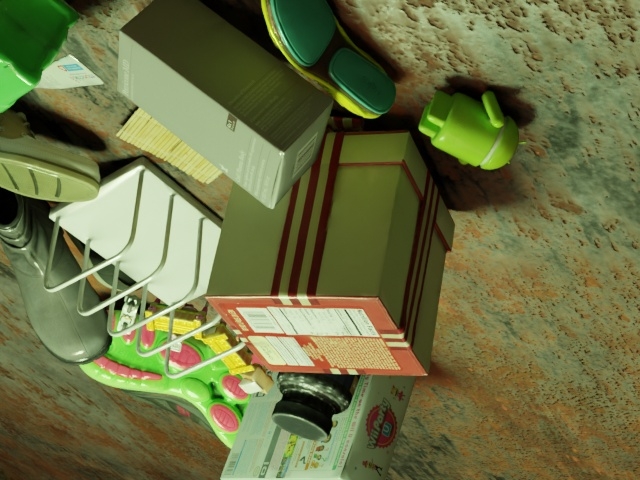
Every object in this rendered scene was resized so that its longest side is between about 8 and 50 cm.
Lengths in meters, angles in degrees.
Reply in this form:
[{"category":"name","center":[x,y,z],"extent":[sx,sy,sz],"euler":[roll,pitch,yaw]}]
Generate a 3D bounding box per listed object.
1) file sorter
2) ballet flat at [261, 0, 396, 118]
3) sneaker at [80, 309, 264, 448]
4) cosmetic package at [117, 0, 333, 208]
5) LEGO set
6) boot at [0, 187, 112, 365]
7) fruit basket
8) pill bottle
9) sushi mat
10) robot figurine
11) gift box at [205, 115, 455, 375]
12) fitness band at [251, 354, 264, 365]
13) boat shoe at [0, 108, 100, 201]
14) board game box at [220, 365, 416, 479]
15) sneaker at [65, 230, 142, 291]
[{"category":"file sorter","center":[-0.247,0.050,1.998],"extent":[0.193,0.173,0.278],"euler":[-26,132,28]},{"category":"ballet flat","center":[-0.007,-0.209,1.462],"extent":[0.077,0.077,0.231],"euler":[20,164,48]},{"category":"sneaker","center":[-0.223,0.260,2.522],"extent":[0.483,0.185,0.202],"euler":[29,176,-4]},{"category":"cosmetic package","center":[-0.111,-0.163,1.513],"extent":[0.238,0.107,0.127],"euler":[34,152,12]},{"category":"LEGO set","center":[-0.187,0.140,2.238],"extent":[0.287,0.107,0.132],"euler":[25,137,-9]},{"category":"boot","center":[-0.439,0.020,2.038],"extent":[0.338,0.118,0.222],"euler":[56,172,25]},{"category":"fruit basket","center":[-0.458,-0.287,1.617],"extent":[0.327,0.165,0.353],"euler":[39,166,-34]},{"category":"pill bottle","center":[0.005,0.194,2.098],"extent":[0.123,0.219,0.123],"euler":[18,155,8]},{"category":"sushi mat","center":[-0.152,-0.157,1.744],"extent":[0.151,0.019,0.316],"euler":[30,154,-15]},{"category":"robot figurine","center":[0.169,-0.121,1.498],"extent":[0.115,0.067,0.101],"euler":[25,147,-7]},{"category":"gift box","center":[0.000,0.000,1.650],"extent":[0.276,0.258,0.255],"euler":[3,152,18]},{"category":"fitness band","center":[-0.018,0.196,2.334],"extent":[0.209,0.054,0.291],"euler":[16,156,6]},{"category":"boat shoe","center":[-0.454,-0.138,1.929],"extent":[0.302,0.103,0.113],"euler":[14,153,0]},{"category":"board game box","center":[-0.006,0.312,2.236],"extent":[0.097,0.224,0.303],"euler":[36,151,-31]},{"category":"sneaker","center":[-0.312,0.019,2.162],"extent":[0.118,0.083,0.222],"euler":[6,150,30]}]
